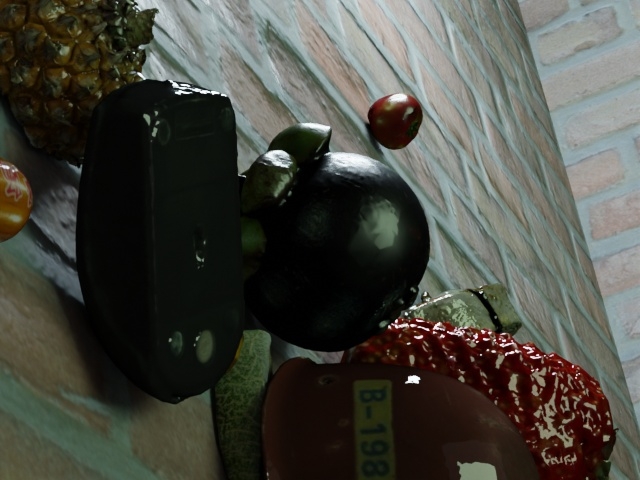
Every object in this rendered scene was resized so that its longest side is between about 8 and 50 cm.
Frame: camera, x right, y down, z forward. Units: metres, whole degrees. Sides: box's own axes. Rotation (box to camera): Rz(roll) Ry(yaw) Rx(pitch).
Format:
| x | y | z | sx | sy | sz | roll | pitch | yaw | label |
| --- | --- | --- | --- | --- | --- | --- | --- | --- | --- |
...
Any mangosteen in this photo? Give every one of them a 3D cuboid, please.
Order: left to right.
| x | y | z | sx | sy | sz | roll | pitch | yaw | label |
| --- | --- | --- | --- | --- | --- | --- | --- | --- | --- |
| 0.000 | 0.000 | 1.661 | 0.243 | 0.243 | 0.243 | 56 | 21 | -35 | mangosteen |

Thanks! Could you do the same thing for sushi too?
| x | y | z | sx | sy | sz | roll | pitch | yaw | label |
| --- | --- | --- | --- | --- | --- | --- | --- | --- | --- |
| 0.214 | 0.112 | 2.305 | 0.273 | 0.109 | 0.134 | 32 | 39 | -61 | sushi |

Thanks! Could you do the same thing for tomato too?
| x | y | z | sx | sy | sz | roll | pitch | yaw | label |
| --- | --- | --- | --- | --- | --- | --- | --- | --- | --- |
| 0.112 | -0.183 | 2.402 | 0.075 | 0.087 | 0.087 | 28 | 0 | 26 | tomato |

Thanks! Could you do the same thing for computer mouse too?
| x | y | z | sx | sy | sz | roll | pitch | yaw | label |
| --- | --- | --- | --- | --- | --- | --- | --- | --- | --- |
| -0.141 | -0.001 | 1.345 | 0.170 | 0.100 | 0.269 | -19 | 110 | -64 | computer mouse |

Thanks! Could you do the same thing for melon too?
| x | y | z | sx | sy | sz | roll | pitch | yaw | label |
| --- | --- | --- | --- | --- | --- | --- | --- | --- | --- |
| -0.069 | 0.175 | 1.520 | 0.182 | 0.054 | 0.098 | -86 | 165 | -53 | melon |

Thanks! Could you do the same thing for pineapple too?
| x | y | z | sx | sy | sz | roll | pitch | yaw | label |
| --- | --- | --- | --- | --- | --- | --- | --- | --- | --- |
| -0.195 | -0.168 | 1.371 | 0.161 | 0.137 | 0.176 | 35 | 38 | -60 | pineapple |

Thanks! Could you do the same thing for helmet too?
| x | y | z | sx | sy | sz | roll | pitch | yaw | label |
| --- | --- | --- | --- | --- | --- | --- | --- | --- | --- |
| 0.100 | 0.276 | 1.523 | 0.385 | 0.230 | 0.337 | -86 | 159 | -49 | helmet |

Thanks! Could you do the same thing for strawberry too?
| x | y | z | sx | sy | sz | roll | pitch | yaw | label |
| --- | --- | --- | --- | --- | --- | --- | --- | --- | --- |
| 0.172 | 0.224 | 1.855 | 0.351 | 0.267 | 0.312 | 38 | 31 | -12 | strawberry |

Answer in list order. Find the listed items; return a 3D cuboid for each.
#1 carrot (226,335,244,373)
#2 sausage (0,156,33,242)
| x | y | z | sx | sy | sz | roll | pitch | yaw | label |
| --- | --- | --- | --- | --- | --- | --- | --- | --- | --- |
| -0.117 | 0.012 | 1.506 | 0.070 | 0.070 | 0.260 | 48 | 26 | -48 | carrot |
| -0.270 | -0.039 | 1.111 | 0.234 | 0.071 | 0.071 | 18 | 53 | -68 | sausage |
